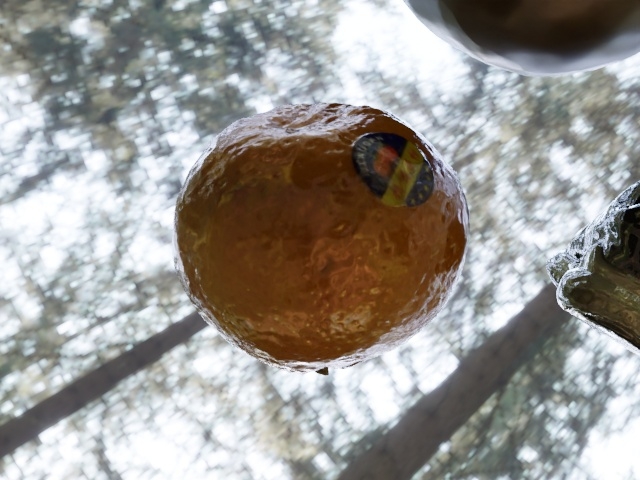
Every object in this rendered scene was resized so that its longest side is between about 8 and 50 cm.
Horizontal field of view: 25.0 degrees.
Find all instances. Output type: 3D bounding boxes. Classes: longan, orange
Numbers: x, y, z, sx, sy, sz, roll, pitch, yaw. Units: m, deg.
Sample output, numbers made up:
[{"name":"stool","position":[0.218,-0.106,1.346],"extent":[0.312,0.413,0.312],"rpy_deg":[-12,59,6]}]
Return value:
[{"name":"longan","position":[0.152,-0.237,0.950],"extent":[0.258,0.258,0.258],"rpy_deg":[9,-71,25]},{"name":"orange","position":[0.000,-0.003,0.853],"extent":[0.177,0.177,0.155],"rpy_deg":[12,-54,24]}]

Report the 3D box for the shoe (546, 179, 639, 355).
[{"name":"shoe","position":[0.218,0.010,0.964],"extent":[0.099,0.227,0.112],"rpy_deg":[32,-79,4]}]
